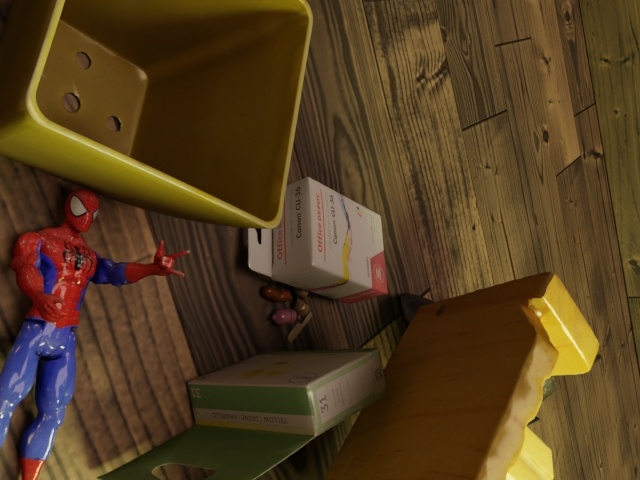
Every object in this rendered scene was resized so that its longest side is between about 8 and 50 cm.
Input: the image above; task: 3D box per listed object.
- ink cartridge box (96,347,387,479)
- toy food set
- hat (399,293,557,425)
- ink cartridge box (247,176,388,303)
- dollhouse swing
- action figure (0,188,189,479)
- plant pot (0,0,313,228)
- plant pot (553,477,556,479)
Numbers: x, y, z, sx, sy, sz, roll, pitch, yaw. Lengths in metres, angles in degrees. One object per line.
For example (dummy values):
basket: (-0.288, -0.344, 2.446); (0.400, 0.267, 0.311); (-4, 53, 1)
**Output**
ink cartridge box: (-0.070, 0.161, 0.584); (0.235, 0.171, 0.056); (-11, 91, -51)
toy food set: (-0.043, 0.062, 0.748); (0.078, 0.019, 0.122); (-49, 123, -42)
hat: (0.266, 0.183, 0.918); (0.331, 0.134, 0.331); (44, 23, -24)
ink cartridge box: (0.000, 0.000, 0.755); (0.198, 0.067, 0.115); (22, 57, -48)
dollhouse swing: (0.172, 0.278, 0.588); (0.305, 0.315, 0.346); (38, 65, -9)
action figure: (-0.195, 0.087, 0.473); (0.091, 0.139, 0.280); (25, 64, -48)
plant pot: (-0.155, -0.130, 0.498); (0.212, 0.187, 0.212); (26, 66, -47)
plant pot: (0.271, 0.446, 0.892); (0.207, 0.228, 0.227); (-55, 150, 6)
